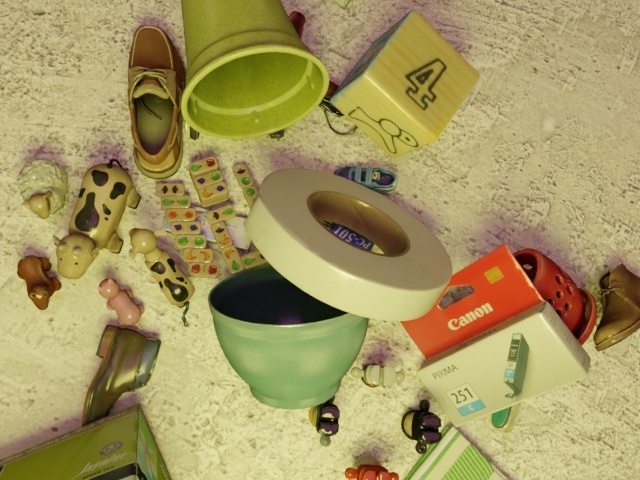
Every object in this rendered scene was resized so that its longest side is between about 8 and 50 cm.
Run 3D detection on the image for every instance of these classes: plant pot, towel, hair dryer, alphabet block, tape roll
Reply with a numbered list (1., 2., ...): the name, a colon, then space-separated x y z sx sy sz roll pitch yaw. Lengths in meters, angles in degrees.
1. plant pot: 0.446 0.138 1.136 0.174 0.191 0.191 33 75 -11
2. towel: 0.303 0.569 1.100 0.325 0.038 0.248 44 77 -1
3. hair dryer: -0.045 -0.362 1.221 0.224 0.080 0.293 -11 89 -24
4. alphabet block: 0.172 -0.319 1.157 0.197 0.192 0.193 40 77 -15
5. tape roll: 0.056 -0.007 1.019 0.392 0.392 0.072 25 117 -4
6. plant pot: -0.150 -0.374 1.048 0.276 0.276 0.253 -13 73 -12
7. plant pot: -0.051 0.181 1.012 0.293 0.293 0.196 -4 107 -10

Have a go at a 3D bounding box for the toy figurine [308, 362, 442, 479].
1. toy figurine: 0.103 0.351 1.059 0.213 0.148 0.209 -41 82 -12

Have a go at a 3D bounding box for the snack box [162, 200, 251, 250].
1. snack box: -0.228 -0.030 1.135 0.178 0.022 0.064 13 76 -7

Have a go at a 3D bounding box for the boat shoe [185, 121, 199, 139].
1. boat shoe: -0.235 -0.317 1.161 0.079 0.084 0.233 14 74 -6

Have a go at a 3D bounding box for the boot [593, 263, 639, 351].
1. boot: 0.618 0.138 1.160 0.305 0.112 0.115 -23 74 -48

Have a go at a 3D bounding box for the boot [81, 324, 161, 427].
1. boot: -0.368 0.272 1.021 0.106 0.082 0.219 10 78 -6

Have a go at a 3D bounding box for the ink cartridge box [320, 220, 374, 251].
1. ink cartridge box: 0.000 0.000 1.156 0.207 0.046 0.097 28 77 -3

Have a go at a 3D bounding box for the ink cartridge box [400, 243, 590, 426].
1. ink cartridge box: 0.304 0.192 1.057 0.261 0.296 0.066 55 36 4

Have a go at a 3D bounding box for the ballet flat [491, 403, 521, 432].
1. ballet flat: 0.407 0.324 1.164 0.052 0.057 0.168 33 77 -31

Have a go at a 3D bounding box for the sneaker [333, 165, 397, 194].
1. sneaker: 0.100 -0.137 1.194 0.144 0.059 0.053 6 80 -7

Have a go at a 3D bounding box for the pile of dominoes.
1. pile of dominoes: -0.204 -0.050 1.098 0.196 0.040 0.251 -20 68 -16

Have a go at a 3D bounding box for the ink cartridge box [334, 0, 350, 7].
1. ink cartridge box: 0.059 -0.679 1.279 0.159 0.092 0.217 34 74 -2

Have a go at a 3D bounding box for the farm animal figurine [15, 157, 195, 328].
1. farm animal figurine: -0.401 -0.001 1.023 0.331 0.172 0.326 0 79 -10

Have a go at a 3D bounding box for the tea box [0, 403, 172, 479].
1. tea box: -0.397 0.462 0.831 0.329 0.323 0.219 -20 104 -12

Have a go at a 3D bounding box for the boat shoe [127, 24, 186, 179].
1. boat shoe: -0.332 -0.292 1.120 0.123 0.120 0.323 -6 80 -11
